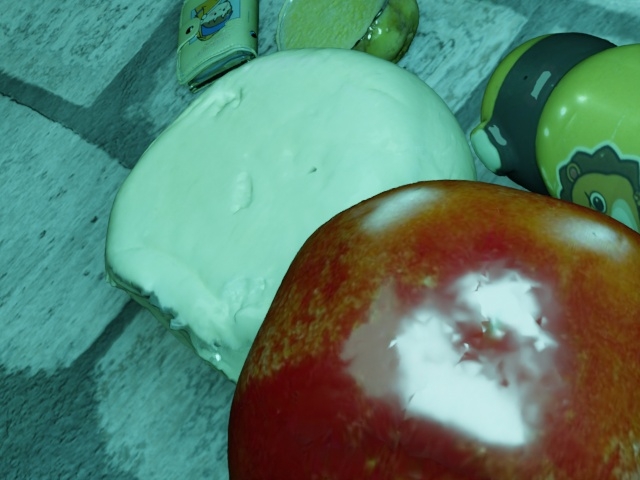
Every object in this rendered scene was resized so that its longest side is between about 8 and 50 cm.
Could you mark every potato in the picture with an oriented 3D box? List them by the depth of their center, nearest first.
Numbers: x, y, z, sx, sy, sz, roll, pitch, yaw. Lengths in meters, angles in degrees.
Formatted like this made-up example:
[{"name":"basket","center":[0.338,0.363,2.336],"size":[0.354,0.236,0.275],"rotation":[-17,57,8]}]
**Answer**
[{"name":"potato","center":[0.038,-0.234,1.682],"size":[0.164,0.081,0.200],"rotation":[-54,34,3]}]

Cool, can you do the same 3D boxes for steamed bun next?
[{"name":"steamed bun","center":[0.000,0.000,1.379],"size":[0.312,0.233,0.334],"rotation":[-45,46,-2]}]

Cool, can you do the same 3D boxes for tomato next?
[{"name":"tomato","center":[0.107,0.122,1.085],"size":[0.325,0.290,0.293],"rotation":[25,68,10]}]

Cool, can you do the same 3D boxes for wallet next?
[{"name":"wallet","center":[-0.123,-0.253,1.883],"size":[0.110,0.039,0.155],"rotation":[-26,41,23]}]

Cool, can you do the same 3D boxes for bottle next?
[{"name":"bottle","center":[0.261,-0.067,1.244],"size":[0.171,0.171,0.351],"rotation":[-51,36,-6]}]
